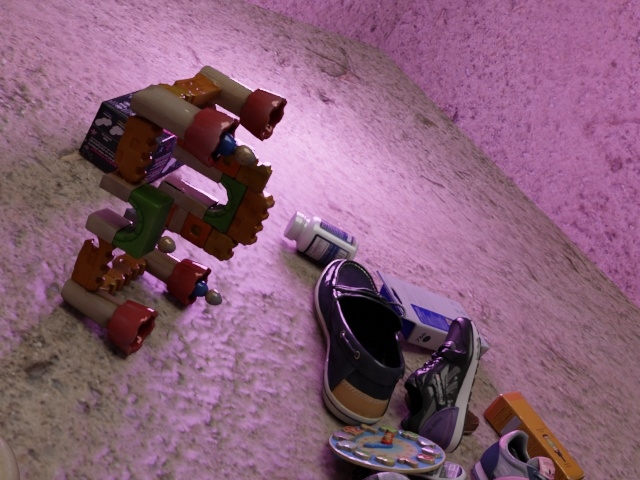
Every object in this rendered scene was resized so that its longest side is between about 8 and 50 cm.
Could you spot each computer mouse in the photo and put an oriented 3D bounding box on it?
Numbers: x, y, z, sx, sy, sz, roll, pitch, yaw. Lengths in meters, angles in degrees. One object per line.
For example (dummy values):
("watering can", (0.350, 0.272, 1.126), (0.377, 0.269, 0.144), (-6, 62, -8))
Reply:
("computer mouse", (0.158, 0.414, 1.444), (0.193, 0.042, 0.106), (5, 13, 19))

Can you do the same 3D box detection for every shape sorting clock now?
("shape sorting clock", (0.117, 0.363, 1.444), (0.206, 0.040, 0.206), (3, 4, 0))

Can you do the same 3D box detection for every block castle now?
("block castle", (-0.226, -0.050, 1.400), (0.213, 0.453, 0.303), (30, 24, 7))

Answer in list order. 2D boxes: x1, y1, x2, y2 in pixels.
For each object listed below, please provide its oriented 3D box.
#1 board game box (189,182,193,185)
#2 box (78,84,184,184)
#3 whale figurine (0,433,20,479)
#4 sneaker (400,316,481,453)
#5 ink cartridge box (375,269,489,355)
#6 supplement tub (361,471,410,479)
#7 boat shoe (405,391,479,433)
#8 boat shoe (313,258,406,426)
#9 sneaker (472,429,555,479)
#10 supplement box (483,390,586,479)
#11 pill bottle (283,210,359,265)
("board game box", (-0.298, -0.093, 1.866), (0.090, 0.020, 0.090), (41, 27, 16))
("box", (-0.397, -0.236, 1.855), (0.163, 0.142, 0.247), (35, 25, 3))
("whale figurine", (-0.450, 0.324, 0.898), (0.216, 0.141, 0.272), (26, 51, -10))
("sneaker", (0.239, 0.274, 1.661), (0.124, 0.107, 0.283), (20, 63, -10))
("ink cartridge box", (0.252, 0.184, 1.954), (0.332, 0.065, 0.165), (24, 27, -40))
("supplement tub", (0.116, 0.472, 1.289), (0.117, 0.117, 0.190), (21, 30, -26))
("boat shoe", (0.266, 0.351, 1.732), (0.178, 0.060, 0.064), (28, 27, -14))
("boat shoe", (0.090, 0.174, 1.723), (0.187, 0.156, 0.500), (26, 26, -14))
("sneaker", (0.400, 0.478, 1.528), (0.112, 0.131, 0.319), (30, 12, -30))
("supplement box", (0.464, 0.443, 1.793), (0.078, 0.080, 0.233), (4, 38, -45))
("pill bottle", (0.000, 0.000, 1.973), (0.169, 0.094, 0.094), (30, 26, -11))
